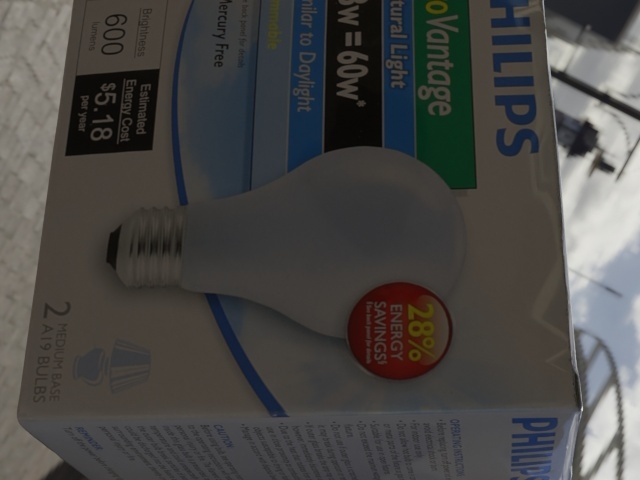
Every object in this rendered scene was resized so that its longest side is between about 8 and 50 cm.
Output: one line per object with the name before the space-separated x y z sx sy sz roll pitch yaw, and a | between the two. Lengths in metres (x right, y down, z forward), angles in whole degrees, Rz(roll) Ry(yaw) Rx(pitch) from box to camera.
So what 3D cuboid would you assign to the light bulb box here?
light bulb box | 0.000 0.000 0.865 0.225 0.361 0.357 71 17 -64
